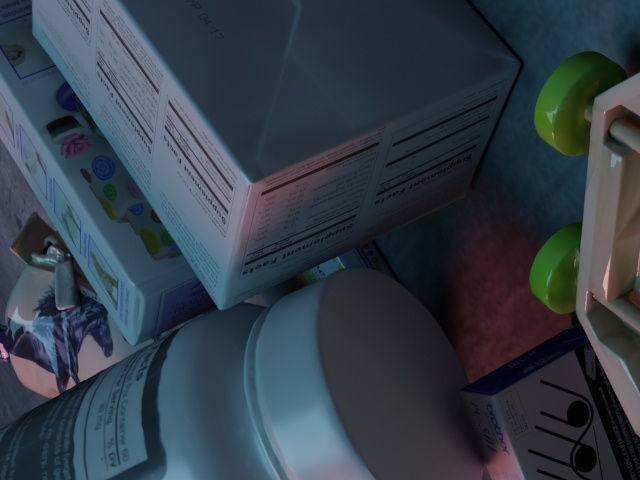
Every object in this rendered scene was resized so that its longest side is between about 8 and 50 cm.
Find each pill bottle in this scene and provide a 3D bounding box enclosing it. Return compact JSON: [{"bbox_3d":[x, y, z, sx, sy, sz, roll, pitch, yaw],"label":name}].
[{"bbox_3d":[-0.083,0.167,0.971,0.361,0.204,0.204,-28,87,30],"label":"pill bottle"}]

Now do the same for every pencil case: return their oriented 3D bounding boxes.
[{"bbox_3d":[-0.087,0.108,1.187,0.410,0.160,0.183,19,160,32],"label":"pencil case"}]

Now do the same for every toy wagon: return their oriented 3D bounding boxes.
[{"bbox_3d":[0.220,0.060,0.754,0.267,0.068,0.344,43,149,41],"label":"toy wagon"}]

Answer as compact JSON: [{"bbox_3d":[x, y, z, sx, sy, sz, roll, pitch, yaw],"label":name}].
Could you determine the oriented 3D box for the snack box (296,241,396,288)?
[{"bbox_3d":[0.000,0.000,1.187,0.141,0.037,0.100,58,155,12],"label":"snack box"}]

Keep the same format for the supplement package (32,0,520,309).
[{"bbox_3d":[-0.039,-0.126,0.935,0.262,0.204,0.145,54,152,23],"label":"supplement package"}]

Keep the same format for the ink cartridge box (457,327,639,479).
[{"bbox_3d":[0.172,0.170,0.923,0.046,0.097,0.207,-2,112,64],"label":"ink cartridge box"}]

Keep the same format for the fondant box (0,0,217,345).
[{"bbox_3d":[-0.116,-0.116,1.062,0.330,0.238,0.096,54,154,22],"label":"fondant box"}]
